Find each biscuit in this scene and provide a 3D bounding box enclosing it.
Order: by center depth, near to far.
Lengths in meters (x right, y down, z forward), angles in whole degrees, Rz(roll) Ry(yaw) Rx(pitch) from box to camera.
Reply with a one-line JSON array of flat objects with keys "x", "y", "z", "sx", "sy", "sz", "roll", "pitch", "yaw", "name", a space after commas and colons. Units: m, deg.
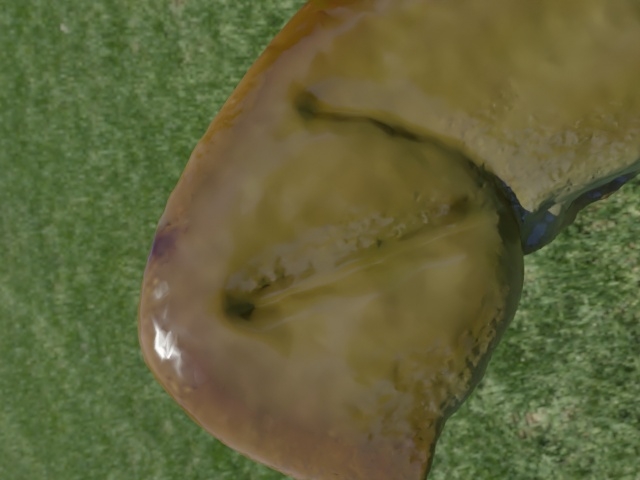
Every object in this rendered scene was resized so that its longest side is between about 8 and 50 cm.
[{"x": 0.053, "y": -0.043, "z": 0.348, "sx": 0.154, "sy": 0.299, "sz": 0.045, "roll": 41, "pitch": 175, "yaw": 7, "name": "biscuit"}]
